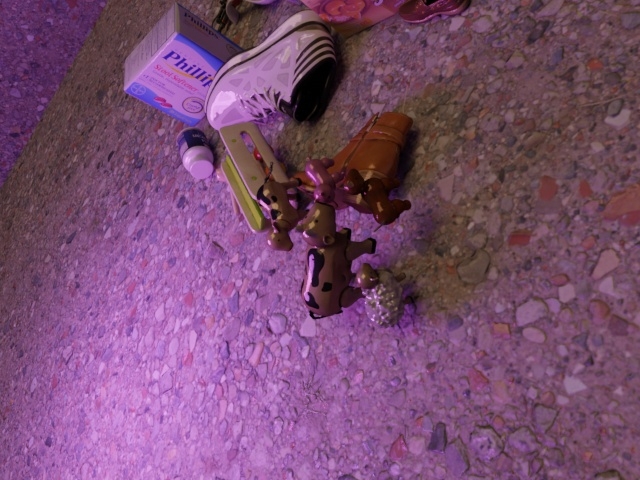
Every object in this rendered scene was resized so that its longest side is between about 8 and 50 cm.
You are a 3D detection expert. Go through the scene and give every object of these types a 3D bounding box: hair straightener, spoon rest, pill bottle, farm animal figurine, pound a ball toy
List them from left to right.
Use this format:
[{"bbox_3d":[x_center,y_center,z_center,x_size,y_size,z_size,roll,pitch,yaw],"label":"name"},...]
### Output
[{"bbox_3d":[-0.381,-0.266,1.704,0.094,0.094,0.169,-46,46,20],"label":"pill bottle"},{"bbox_3d":[-0.322,-0.815,1.948,0.089,0.047,0.231,29,98,48],"label":"hair straightener"},{"bbox_3d":[-0.216,-0.797,1.795,0.276,0.084,0.137,-14,62,42],"label":"spoon rest"},{"bbox_3d":[-0.164,-0.153,1.423,0.208,0.135,0.319,99,150,-47],"label":"pound a ball toy"},{"bbox_3d":[0.000,0.000,1.062,0.330,0.172,0.327,1,101,46],"label":"farm animal figurine"}]

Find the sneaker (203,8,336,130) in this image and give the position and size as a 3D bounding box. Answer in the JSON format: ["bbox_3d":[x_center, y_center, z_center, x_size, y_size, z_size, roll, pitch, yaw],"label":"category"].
[{"bbox_3d":[-0.142,-0.384,1.463,0.447,0.169,0.258,-33,49,27],"label":"sneaker"}]

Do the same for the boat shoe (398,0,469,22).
[{"bbox_3d":[0.241,-0.528,1.224,0.177,0.060,0.064,11,80,47],"label":"boat shoe"}]

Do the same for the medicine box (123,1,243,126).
[{"bbox_3d":[-0.428,-0.543,1.755,0.289,0.263,0.149,-31,53,32],"label":"medicine box"}]

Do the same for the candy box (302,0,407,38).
[{"bbox_3d":[0.123,-0.609,1.290,0.316,0.182,0.088,-11,65,42],"label":"candy box"}]

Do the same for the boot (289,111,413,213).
[{"bbox_3d":[0.063,-0.182,1.213,0.283,0.109,0.220,14,76,55],"label":"boot"}]

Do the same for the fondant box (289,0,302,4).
[{"bbox_3d":[-0.069,-0.887,1.573,0.330,0.238,0.096,-56,44,10],"label":"fondant box"}]

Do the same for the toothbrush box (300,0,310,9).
[{"bbox_3d":[0.033,-0.714,1.413,0.283,0.206,0.122,2,74,45],"label":"toothbrush box"}]
